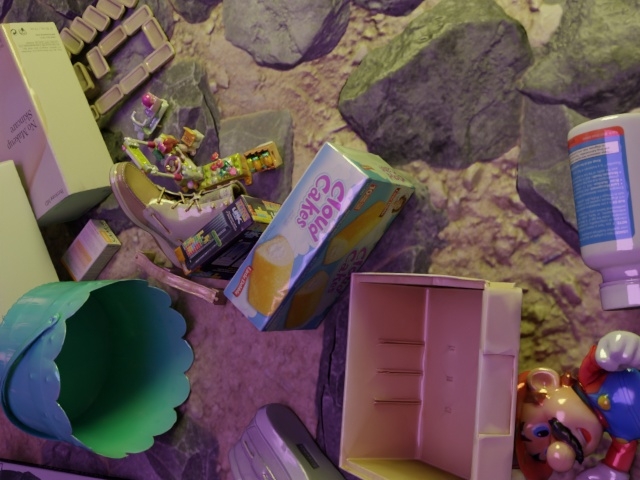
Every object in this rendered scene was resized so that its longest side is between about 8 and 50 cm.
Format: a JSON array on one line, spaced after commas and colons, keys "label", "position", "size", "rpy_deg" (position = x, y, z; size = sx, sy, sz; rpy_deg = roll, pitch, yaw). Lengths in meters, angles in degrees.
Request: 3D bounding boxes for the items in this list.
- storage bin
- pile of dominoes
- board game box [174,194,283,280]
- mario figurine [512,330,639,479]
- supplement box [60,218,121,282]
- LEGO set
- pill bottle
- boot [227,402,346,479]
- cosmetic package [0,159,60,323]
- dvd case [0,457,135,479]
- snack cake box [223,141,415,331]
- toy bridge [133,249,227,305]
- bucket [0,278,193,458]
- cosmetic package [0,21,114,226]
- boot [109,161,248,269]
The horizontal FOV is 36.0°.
[{"label": "storage bin", "position": [0.133, 0.176, 1.224], "size": [0.260, 0.123, 0.263], "rpy_deg": [176, 99, -70]}, {"label": "pile of dominoes", "position": [-0.376, -0.315, 1.716], "size": [0.251, 0.040, 0.196], "rpy_deg": [-36, 68, 15]}, {"label": "board game box", "position": [-0.104, 0.001, 1.429], "size": [0.141, 0.170, 0.048], "rpy_deg": [-38, 66, 22]}, {"label": "mario figurine", "position": [0.343, 0.213, 1.139], "size": [0.320, 0.170, 0.198], "rpy_deg": [-23, 76, 26]}, {"label": "supplement box", "position": [-0.393, 0.020, 1.683], "size": [0.098, 0.036, 0.062], "rpy_deg": [-49, 64, 19]}, {"label": "LEGO set", "position": [-0.206, -0.134, 1.540], "size": [0.287, 0.107, 0.132], "rpy_deg": [25, 99, 31]}, {"label": "pill bottle", "position": [0.367, -0.031, 1.169], "size": [0.124, 0.124, 0.222], "rpy_deg": [-9, 81, 31]}, {"label": "boot", "position": [-0.038, 0.368, 1.413], "size": [0.123, 0.095, 0.258], "rpy_deg": [-52, 54, 24]}, {"label": "cosmetic package", "position": [-0.555, 0.073, 1.630], "size": [0.196, 0.155, 0.366], "rpy_deg": [-10, 101, 38]}, {"label": "dvd case", "position": [-0.425, 0.461, 1.598], "size": [0.238, 0.029, 0.179], "rpy_deg": [10, 91, -2]}, {"label": "snack cake box", "position": [0.000, 0.000, 1.376], "size": [0.089, 0.152, 0.264], "rpy_deg": [43, 108, 27]}, {"label": "toy bridge", "position": [-0.230, 0.057, 1.564], "size": [0.188, 0.063, 0.026], "rpy_deg": [24, 98, 31]}, {"label": "bucket", "position": [-0.354, 0.189, 1.516], "size": [0.183, 0.281, 0.281], "rpy_deg": [2, 87, 37]}, {"label": "cosmetic package", "position": [-0.473, -0.194, 1.660], "size": [0.160, 0.113, 0.310], "rpy_deg": [-31, 80, 40]}, {"label": "boot", "position": [-0.202, -0.059, 1.494], "size": [0.165, 0.213, 0.077], "rpy_deg": [-21, 34, 27]}]
